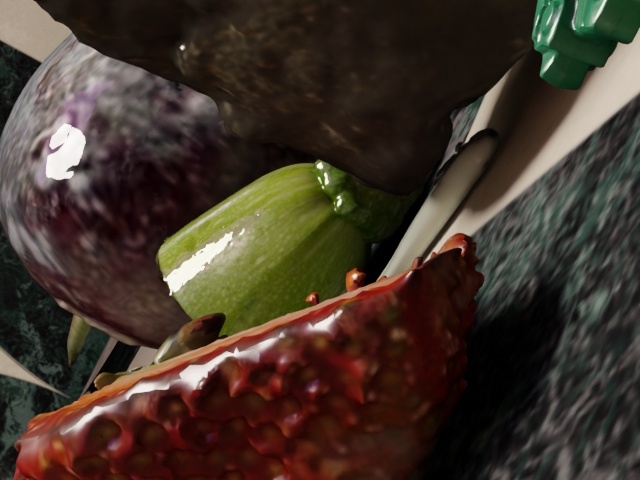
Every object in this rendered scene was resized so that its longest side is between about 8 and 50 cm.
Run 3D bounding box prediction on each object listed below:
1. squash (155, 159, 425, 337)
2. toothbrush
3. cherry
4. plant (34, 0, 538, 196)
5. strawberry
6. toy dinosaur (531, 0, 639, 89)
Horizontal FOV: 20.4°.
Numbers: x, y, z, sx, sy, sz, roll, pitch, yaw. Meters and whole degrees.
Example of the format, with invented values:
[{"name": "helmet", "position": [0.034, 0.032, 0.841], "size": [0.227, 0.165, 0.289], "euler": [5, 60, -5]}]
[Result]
[{"name": "squash", "position": [-0.004, -0.007, 0.901], "size": [0.132, 0.105, 0.105], "euler": [-47, 13, 24]}, {"name": "toothbrush", "position": [0.012, 0.036, 0.849], "size": [0.263, 0.026, 0.022], "euler": [-56, 0, 38]}, {"name": "cherry", "position": [-0.092, -0.047, 1.144], "size": [0.296, 0.218, 0.255], "euler": [-50, 9, 4]}, {"name": "plant", "position": [-0.017, -0.161, 0.760], "size": [0.188, 0.276, 0.199], "euler": [-57, -3, 39]}, {"name": "strawberry", "position": [-0.019, 0.081, 0.656], "size": [0.175, 0.106, 0.236], "euler": [-26, 3, -11]}, {"name": "toy dinosaur", "position": [0.109, -0.078, 0.415], "size": [0.153, 0.094, 0.259], "euler": [123, 164, -56]}]
